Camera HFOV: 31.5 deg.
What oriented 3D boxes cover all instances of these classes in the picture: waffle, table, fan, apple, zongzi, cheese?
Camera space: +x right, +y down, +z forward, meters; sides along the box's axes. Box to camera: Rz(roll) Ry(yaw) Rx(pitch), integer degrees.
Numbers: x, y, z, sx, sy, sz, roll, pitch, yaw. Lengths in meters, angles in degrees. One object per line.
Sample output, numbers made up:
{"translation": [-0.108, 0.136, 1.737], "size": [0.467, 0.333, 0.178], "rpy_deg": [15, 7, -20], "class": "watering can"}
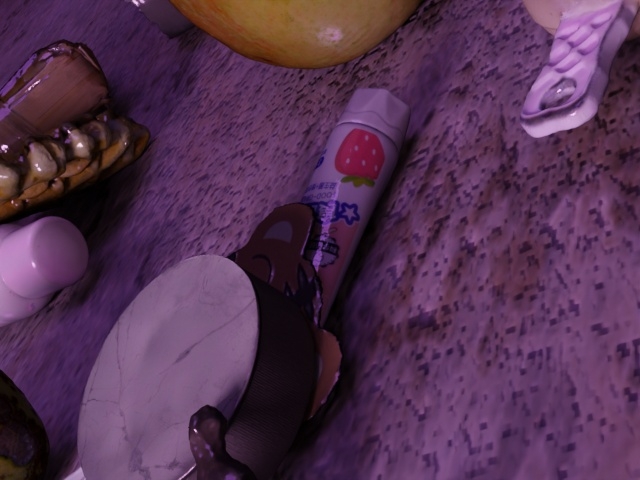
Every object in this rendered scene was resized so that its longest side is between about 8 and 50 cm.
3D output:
{"translation": [-0.256, -0.048, 0.986], "size": [0.204, 0.054, 0.223], "rpy_deg": [-26, 2, 28], "class": "waffle"}
{"translation": [-0.065, 0.076, 0.578], "size": [0.133, 0.043, 0.134], "rpy_deg": [-29, 44, 32], "class": "table"}
{"translation": [-0.076, 0.084, 0.630], "size": [0.226, 0.008, 0.153], "rpy_deg": [-39, 39, 22], "class": "fan"}
{"translation": [-0.025, -0.212, 0.821], "size": [0.174, 0.188, 0.207], "rpy_deg": [-50, 19, -20], "class": "apple"}
{"translation": [-0.303, -0.128, 1.203], "size": [0.194, 0.099, 0.197], "rpy_deg": [-44, 16, 0], "class": "zongzi"}
{"translation": [0.154, -0.139, 0.591], "size": [0.137, 0.064, 0.227], "rpy_deg": [-17, 36, 49], "class": "cheese"}

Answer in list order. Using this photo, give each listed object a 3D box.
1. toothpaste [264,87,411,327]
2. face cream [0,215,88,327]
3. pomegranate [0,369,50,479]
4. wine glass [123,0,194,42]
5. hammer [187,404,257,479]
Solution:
{"translation": [0.000, 0.000, 0.642], "size": [0.067, 0.043, 0.195], "rpy_deg": [-7, 51, 48], "class": "toothpaste"}
{"translation": [-0.290, 0.041, 0.948], "size": [0.269, 0.082, 0.082], "rpy_deg": [-19, 36, 40], "class": "face cream"}
{"translation": [-0.235, 0.124, 0.694], "size": [0.138, 0.126, 0.163], "rpy_deg": [-29, 26, 7], "class": "pomegranate"}
{"translation": [-0.098, -0.316, 1.145], "size": [0.241, 0.126, 0.126], "rpy_deg": [-39, 27, 9], "class": "wine glass"}
{"translation": [-0.130, 0.203, 0.514], "size": [0.297, 0.027, 0.125], "rpy_deg": [-40, 48, 17], "class": "hammer"}
